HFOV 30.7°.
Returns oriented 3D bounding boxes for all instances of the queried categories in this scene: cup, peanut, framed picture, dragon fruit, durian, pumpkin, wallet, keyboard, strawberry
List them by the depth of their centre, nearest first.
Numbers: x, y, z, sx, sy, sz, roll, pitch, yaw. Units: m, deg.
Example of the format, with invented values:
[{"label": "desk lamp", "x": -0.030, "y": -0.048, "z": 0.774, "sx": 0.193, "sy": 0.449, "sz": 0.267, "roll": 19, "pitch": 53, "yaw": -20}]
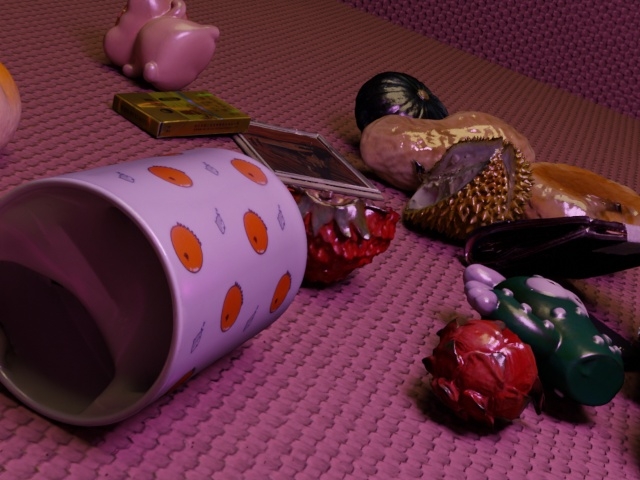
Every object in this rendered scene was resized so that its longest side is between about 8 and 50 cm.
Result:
[{"label": "cup", "x": -0.148, "y": 0.024, "z": 1.104, "sx": 0.212, "sy": 0.212, "sz": 0.317, "roll": 26, "pitch": 20, "yaw": 17}, {"label": "dragon fruit", "x": 0.177, "y": 0.144, "z": 1.261, "sx": 0.121, "sy": 0.130, "sz": 0.142, "roll": -9, "pitch": 11, "yaw": 22}, {"label": "strawberry", "x": 0.000, "y": 0.000, "z": 1.494, "sx": 0.190, "sy": 0.111, "sz": 0.236, "roll": 9, "pitch": -3, "yaw": 0}, {"label": "keyboard", "x": 0.352, "y": 0.110, "z": 1.630, "sx": 0.093, "sy": 0.025, "sz": 0.230, "roll": 4, "pitch": 25, "yaw": -40}, {"label": "wallet", "x": 0.368, "y": 0.013, "z": 1.671, "sx": 0.221, "sy": 0.071, "sz": 0.262, "roll": 10, "pitch": -14, "yaw": -31}, {"label": "durian", "x": 0.232, "y": -0.070, "z": 1.814, "sx": 0.138, "sy": 0.193, "sz": 0.237, "roll": 42, "pitch": -6, "yaw": -23}, {"label": "framed picture", "x": -0.038, "y": -0.143, "z": 1.934, "sx": 0.216, "sy": 0.016, "sz": 0.273, "roll": 8, "pitch": 23, "yaw": -30}, {"label": "peanut", "x": 0.216, "y": -0.148, "z": 1.985, "sx": 0.313, "sy": 0.149, "sz": 0.149, "roll": -3, "pitch": 26, "yaw": -17}, {"label": "pumpkin", "x": 0.150, "y": -0.218, "z": 2.111, "sx": 0.194, "sy": 0.150, "sz": 0.194, "roll": 20, "pitch": 18, "yaw": -7}]

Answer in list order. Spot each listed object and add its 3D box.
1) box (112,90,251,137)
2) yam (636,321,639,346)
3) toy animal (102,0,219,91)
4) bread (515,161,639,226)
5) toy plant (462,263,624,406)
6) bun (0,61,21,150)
[{"label": "box", "x": -0.222, "y": -0.205, "z": 1.876, "sx": 0.121, "sy": 0.030, "sz": 0.193, "roll": 32, "pitch": 27, "yaw": 35}, {"label": "yam", "x": 0.513, "y": 0.115, "z": 1.524, "sx": 0.202, "sy": 0.201, "sz": 0.271, "roll": 4, "pitch": 21, "yaw": 13}, {"label": "toy animal", "x": -0.286, "y": -0.358, "z": 2.056, "sx": 0.171, "sy": 0.171, "sz": 0.197, "roll": 0, "pitch": 30, "yaw": -44}, {"label": "bread", "x": 0.417, "y": -0.034, "z": 1.919, "sx": 0.244, "sy": 0.134, "sz": 0.244, "roll": 16, "pitch": 23, "yaw": -7}, {"label": "toy plant", "x": 0.271, "y": 0.110, "z": 1.414, "sx": 0.232, "sy": 0.112, "sz": 0.243, "roll": 35, "pitch": 10, "yaw": -1}, {"label": "bun", "x": -0.509, "y": -0.208, "z": 1.437, "sx": 0.299, "sy": 0.165, "sz": 0.299, "roll": 19, "pitch": 21, "yaw": -7}]
